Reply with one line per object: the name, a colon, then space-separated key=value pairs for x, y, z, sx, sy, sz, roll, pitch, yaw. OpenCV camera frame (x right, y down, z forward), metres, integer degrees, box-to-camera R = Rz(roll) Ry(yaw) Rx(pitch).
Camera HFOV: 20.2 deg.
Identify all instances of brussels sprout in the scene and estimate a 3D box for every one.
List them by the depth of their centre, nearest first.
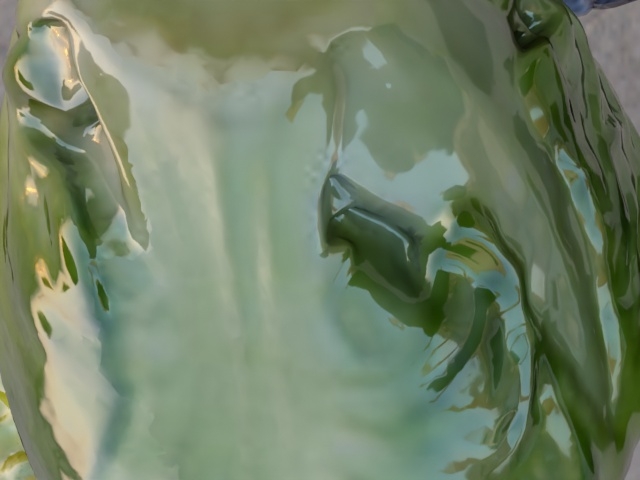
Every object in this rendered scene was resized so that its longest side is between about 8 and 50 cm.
brussels sprout: x=0.000 y=0.000 z=0.553 sx=0.210 sy=0.219 sz=0.271 roll=13 pitch=142 yaw=23

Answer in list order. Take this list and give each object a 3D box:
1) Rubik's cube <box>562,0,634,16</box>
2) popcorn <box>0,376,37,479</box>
Rubik's cube: x=0.014 y=-0.276 z=0.726 sx=0.301 sy=0.303 sz=0.305 roll=-16 pitch=137 yaw=4
popcorn: x=-0.199 y=0.062 z=1.239 sx=0.224 sy=0.270 sz=0.258 roll=-10 pitch=154 yaw=14
